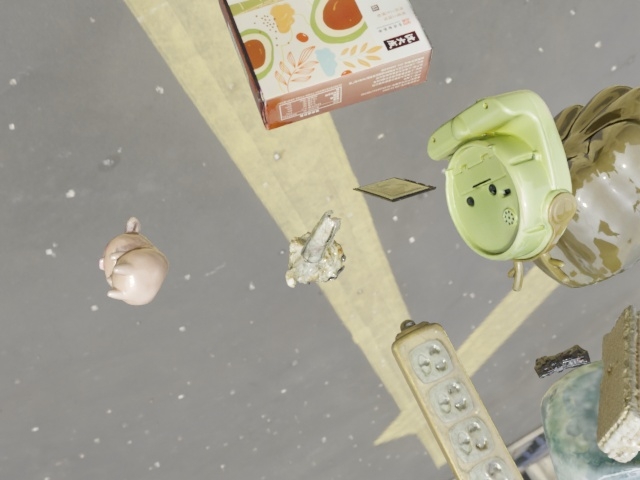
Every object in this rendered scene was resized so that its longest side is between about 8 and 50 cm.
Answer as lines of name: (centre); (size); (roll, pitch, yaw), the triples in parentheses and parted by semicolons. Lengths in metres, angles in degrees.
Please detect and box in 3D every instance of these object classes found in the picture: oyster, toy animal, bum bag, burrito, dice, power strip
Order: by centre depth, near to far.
power strip: (0.165, 0.223, 0.672); (0.064, 0.305, 0.044); (-25, 168, -5)
bum bag: (0.549, 0.275, 1.405); (0.125, 0.057, 0.034); (-19, 128, 7)
burrito: (0.001, -0.001, 1.436); (0.058, 0.045, 0.188); (27, 135, -3)
dice: (0.733, 0.502, 1.443); (0.328, 0.330, 0.348); (-22, 118, 23)
toy animal: (-0.462, 0.062, 1.532); (0.154, 0.250, 0.166); (14, 107, -32)
oyster: (-0.016, 0.053, 1.608); (0.191, 0.163, 0.081); (-57, -172, -22)

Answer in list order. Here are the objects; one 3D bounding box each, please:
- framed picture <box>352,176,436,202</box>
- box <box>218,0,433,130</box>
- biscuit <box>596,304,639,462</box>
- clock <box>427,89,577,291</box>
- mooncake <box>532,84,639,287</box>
framed picture: (0.239, -0.171, 2.014); (0.195, 0.199, 0.010); (-18, 116, -34)
box: (0.002, -0.465, 1.378); (0.386, 0.344, 0.122); (-18, 158, -6)
biscuit: (0.463, 0.207, 0.923); (0.239, 0.062, 0.108); (-57, 164, -45)
clock: (0.295, -0.068, 0.988); (0.096, 0.307, 0.235); (-16, 175, -22)
mooncake: (0.500, -0.114, 1.142); (0.201, 0.378, 0.378); (36, 117, -9)
